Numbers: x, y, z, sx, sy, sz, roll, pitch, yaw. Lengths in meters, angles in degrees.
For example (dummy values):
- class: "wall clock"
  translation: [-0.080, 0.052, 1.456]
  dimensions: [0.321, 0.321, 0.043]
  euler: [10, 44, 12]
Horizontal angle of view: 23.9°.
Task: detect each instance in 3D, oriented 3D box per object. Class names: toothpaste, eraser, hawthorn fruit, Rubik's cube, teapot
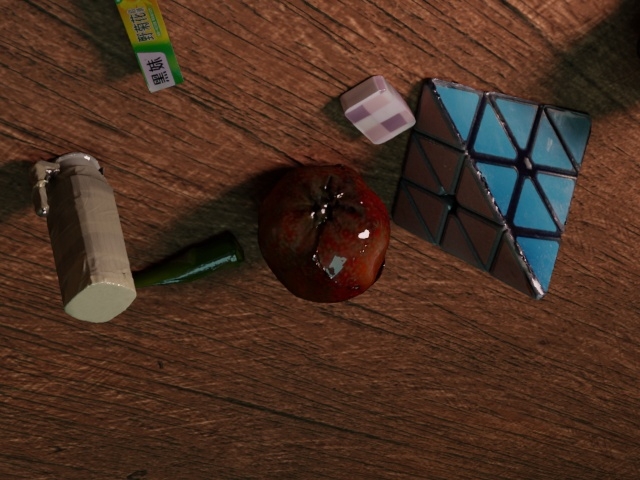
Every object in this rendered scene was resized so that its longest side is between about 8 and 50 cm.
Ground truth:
- class: "toothpaste"
  translation: [-0.186, -0.227, 1.614]
  dimensions: [0.043, 0.037, 0.178]
  euler: [-20, 149, -4]
- class: "eraser"
  translation: [0.072, -0.162, 1.881]
  dimensions: [0.065, 0.026, 0.105]
  euler: [-27, 149, 17]
- class: "hawthorn fruit"
  translation: [0.000, 0.000, 1.979]
  dimensions: [0.181, 0.181, 0.235]
  euler: [-12, 162, -13]
- class: "Rubik's cube"
  translation: [0.220, -0.079, 1.986]
  dimensions: [0.228, 0.233, 0.229]
  euler: [18, 102, 5]
- class: "teapot"
  translation: [-0.285, -0.011, 1.744]
  dimensions: [0.107, 0.200, 0.077]
  euler: [19, 132, -41]

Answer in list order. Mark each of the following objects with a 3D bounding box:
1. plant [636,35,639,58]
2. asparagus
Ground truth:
- class: "plant"
  translation: [0.502, -0.240, 1.851]
  dimensions: [0.215, 0.213, 0.312]
  euler: [-22, 114, 1]
- class: "asparagus"
  translation: [-0.190, 0.041, 2.038]
  dimensions: [0.178, 0.041, 0.045]
  euler: [-22, 141, 5]
